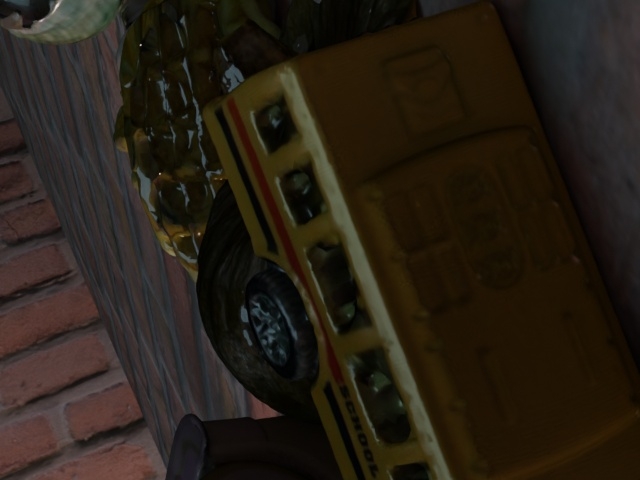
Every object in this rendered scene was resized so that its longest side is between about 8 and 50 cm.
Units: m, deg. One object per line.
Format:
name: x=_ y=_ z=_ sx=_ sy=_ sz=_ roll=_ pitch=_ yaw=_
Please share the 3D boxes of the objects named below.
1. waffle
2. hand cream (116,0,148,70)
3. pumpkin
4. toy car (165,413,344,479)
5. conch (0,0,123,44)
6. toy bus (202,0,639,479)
waffle: x=-0.073 y=-0.068 z=0.885 sx=0.204 sy=0.054 sz=0.223 roll=51 pitch=139 yaw=27
hand cream: x=-0.058 y=-0.056 z=0.971 sx=0.340 sy=0.078 sz=0.124 roll=56 pitch=161 yaw=29
pumpkin: x=-0.004 y=-0.004 z=0.700 sx=0.131 sy=0.126 sz=0.248 roll=34 pitch=142 yaw=64
toy car: x=0.034 y=0.268 z=0.731 sx=0.336 sy=0.226 sz=0.242 roll=-118 pitch=34 yaw=-48
conch: x=-0.282 y=-0.293 z=1.288 sx=0.220 sy=0.195 sz=0.277 roll=135 pitch=139 yaw=-54
toy bus: x=0.068 y=0.075 z=0.564 sx=0.123 sy=0.121 sz=0.335 roll=-27 pitch=84 yaw=65
